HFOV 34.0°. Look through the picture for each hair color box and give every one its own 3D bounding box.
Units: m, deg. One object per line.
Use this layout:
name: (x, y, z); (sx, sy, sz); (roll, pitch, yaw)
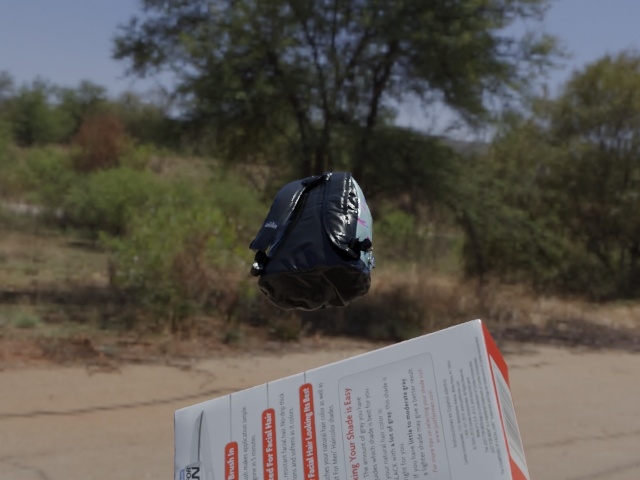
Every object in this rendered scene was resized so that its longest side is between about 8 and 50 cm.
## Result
hair color box: (0.013, 0.110, 0.504); (0.167, 0.093, 0.053); (-18, -41, 15)

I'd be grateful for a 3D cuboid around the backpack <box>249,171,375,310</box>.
backpack: (0.000, 0.000, 1.308); (0.151, 0.115, 0.182); (-4, 43, 11)
